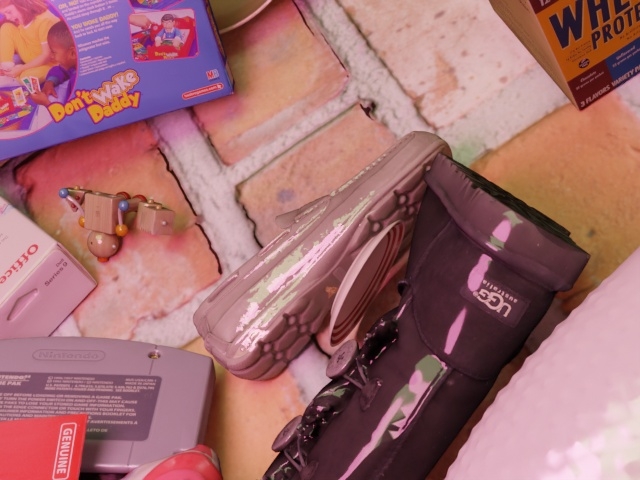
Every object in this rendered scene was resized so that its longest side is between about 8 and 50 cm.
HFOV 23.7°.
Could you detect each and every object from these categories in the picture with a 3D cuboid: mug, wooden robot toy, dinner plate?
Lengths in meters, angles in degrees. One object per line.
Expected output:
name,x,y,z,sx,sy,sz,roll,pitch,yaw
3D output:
mug,0.234,0.189,1.212,0.328,0.276,0.374,-46,18,2
wooden robot toy,-0.230,-0.013,1.727,0.173,0.076,0.079,12,99,34
dinner plate,0.041,0.039,1.481,0.017,0.141,0.141,29,73,14

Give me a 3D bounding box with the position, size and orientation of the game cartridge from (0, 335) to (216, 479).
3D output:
game cartridge,-0.258,0.173,1.512,0.297,0.062,0.198,1,31,4

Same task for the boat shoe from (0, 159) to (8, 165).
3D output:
boat shoe,-0.450,-0.122,1.878,0.324,0.116,0.096,-34,26,8

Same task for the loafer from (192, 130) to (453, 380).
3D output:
loafer,0.000,0.000,1.547,0.319,0.112,0.111,-44,57,-5

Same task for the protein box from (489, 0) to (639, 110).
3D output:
protein box,0.245,-0.284,1.557,0.136,0.201,0.199,-34,48,3

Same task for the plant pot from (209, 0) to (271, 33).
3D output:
plant pot,-0.162,-0.398,1.845,0.284,0.284,0.191,-27,15,9

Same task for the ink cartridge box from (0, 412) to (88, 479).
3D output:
ink cartridge box,-0.351,0.263,1.319,0.261,0.066,0.296,-8,47,10

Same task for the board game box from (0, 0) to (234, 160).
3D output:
board game box,-0.297,-0.236,1.750,0.347,0.233,0.078,-15,16,3

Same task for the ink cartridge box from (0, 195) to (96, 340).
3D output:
ink cartridge box,-0.380,0.036,1.737,0.154,0.093,0.212,-48,47,-10

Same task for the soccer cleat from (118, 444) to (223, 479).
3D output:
soccer cleat,-0.196,0.263,1.387,0.248,0.083,0.095,-29,12,14

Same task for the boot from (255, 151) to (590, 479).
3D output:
boot,0.051,0.148,1.378,0.146,0.367,0.445,32,98,0
